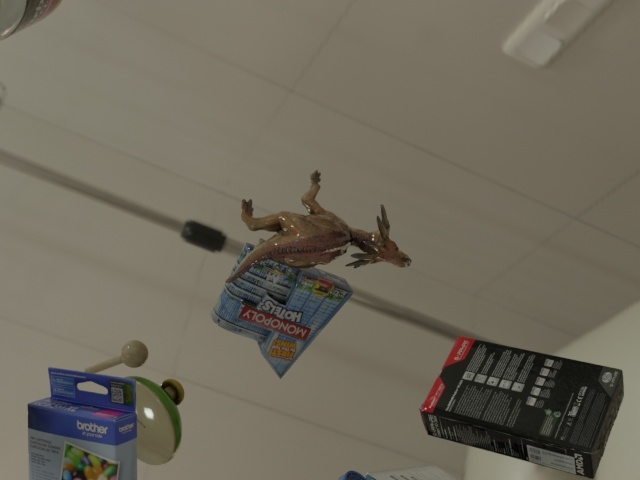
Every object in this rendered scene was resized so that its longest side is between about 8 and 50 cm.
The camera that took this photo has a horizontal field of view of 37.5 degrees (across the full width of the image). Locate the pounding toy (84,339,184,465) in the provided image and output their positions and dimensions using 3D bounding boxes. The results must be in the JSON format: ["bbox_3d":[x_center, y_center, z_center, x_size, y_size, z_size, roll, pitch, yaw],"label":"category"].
[{"bbox_3d":[-0.327,0.308,1.837,0.183,0.237,0.110,-30,-2,41],"label":"pounding toy"}]

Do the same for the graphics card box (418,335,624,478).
[{"bbox_3d":[0.424,0.340,1.983,0.370,0.094,0.233,8,43,30],"label":"graphics card box"}]

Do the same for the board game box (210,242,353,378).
[{"bbox_3d":[-0.076,0.127,1.588,0.194,0.194,0.060,-64,23,14],"label":"board game box"}]

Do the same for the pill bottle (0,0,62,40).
[{"bbox_3d":[-0.459,-0.352,1.280,0.162,0.162,0.278,-61,7,22],"label":"pill bottle"}]

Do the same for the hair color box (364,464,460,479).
[{"bbox_3d":[0.244,0.634,2.270,0.173,0.347,0.105,25,96,34],"label":"hair color box"}]

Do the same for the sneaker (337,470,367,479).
[{"bbox_3d":[0.078,0.525,1.675,0.090,0.232,0.081,-31,-3,33],"label":"sneaker"}]

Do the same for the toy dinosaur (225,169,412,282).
[{"bbox_3d":[0.000,0.000,1.447,0.200,0.295,0.127,28,124,37],"label":"toy dinosaur"}]

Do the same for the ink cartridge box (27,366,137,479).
[{"bbox_3d":[-0.373,0.363,1.476,0.065,0.185,0.311,-5,-82,-61],"label":"ink cartridge box"}]
